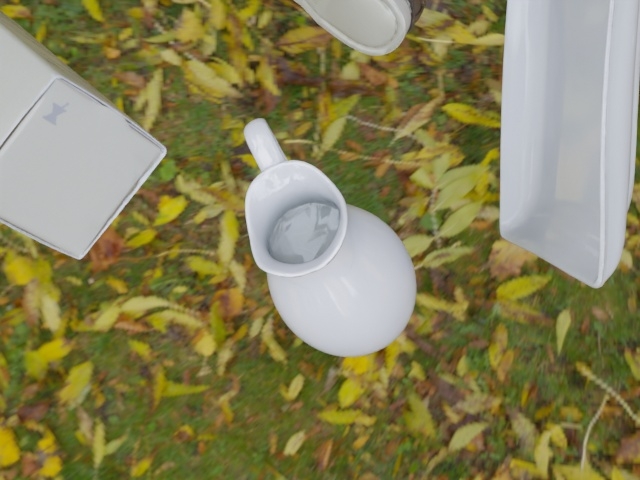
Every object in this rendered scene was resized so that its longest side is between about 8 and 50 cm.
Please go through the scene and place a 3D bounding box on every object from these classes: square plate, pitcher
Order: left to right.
[{"bbox_3d":[0.000,0.000,1.055,0.125,0.207,0.177,-26,57,8],"label":"pitcher"},{"bbox_3d":[0.236,-0.150,1.158,0.049,0.347,0.344,1,98,-6],"label":"square plate"}]

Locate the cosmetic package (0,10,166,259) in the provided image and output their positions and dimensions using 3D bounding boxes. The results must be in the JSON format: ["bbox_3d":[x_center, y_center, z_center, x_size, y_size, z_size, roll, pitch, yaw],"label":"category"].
[{"bbox_3d":[-0.294,-0.127,1.075,0.296,0.153,0.129,38,91,39],"label":"cosmetic package"}]

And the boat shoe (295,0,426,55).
[{"bbox_3d":[-0.023,-0.337,1.322,0.324,0.096,0.116,38,137,-2],"label":"boat shoe"}]
